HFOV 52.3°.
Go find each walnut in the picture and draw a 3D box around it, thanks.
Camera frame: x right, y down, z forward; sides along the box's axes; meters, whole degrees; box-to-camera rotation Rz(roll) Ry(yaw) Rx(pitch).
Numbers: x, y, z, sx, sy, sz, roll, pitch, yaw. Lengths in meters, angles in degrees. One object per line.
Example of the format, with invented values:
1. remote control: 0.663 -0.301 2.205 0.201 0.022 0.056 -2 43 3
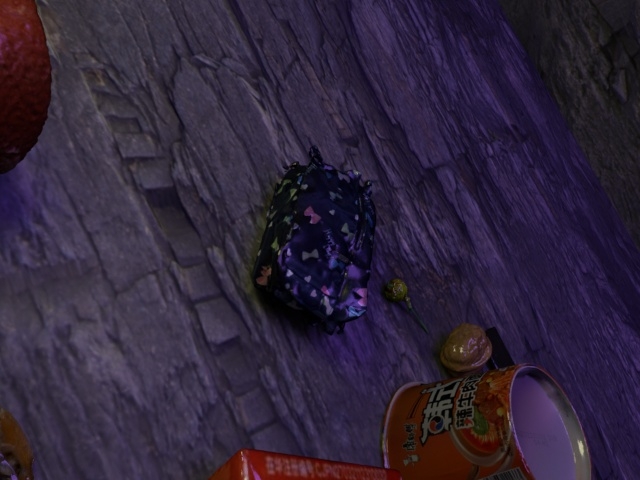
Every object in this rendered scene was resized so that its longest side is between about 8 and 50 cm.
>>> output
1. walnut: 0.240 0.183 1.077 0.096 0.083 0.078 -51 136 -44

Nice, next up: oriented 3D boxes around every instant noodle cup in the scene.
1. instant noodle cup: 0.236 0.293 0.903 0.250 0.192 0.250 27 48 -34

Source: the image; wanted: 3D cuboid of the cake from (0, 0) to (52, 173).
1. cake: -0.359 -0.190 0.571 0.151 0.177 0.282 -16 79 -52

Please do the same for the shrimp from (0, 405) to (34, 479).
1. shrimp: -0.276 0.194 0.507 0.132 0.052 0.187 -7 75 -52

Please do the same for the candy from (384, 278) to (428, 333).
1. candy: 0.145 0.110 1.065 0.123 0.035 0.035 51 48 -25

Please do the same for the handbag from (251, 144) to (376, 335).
1. handbag: 0.000 0.000 0.903 0.162 0.113 0.260 29 47 -24

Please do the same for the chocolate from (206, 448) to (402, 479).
1. chocolate: -0.013 0.347 0.658 0.237 0.108 0.234 21 52 -37

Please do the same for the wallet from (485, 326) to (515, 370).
1. wallet: 0.342 0.238 1.201 0.082 0.018 0.156 -22 83 -53
